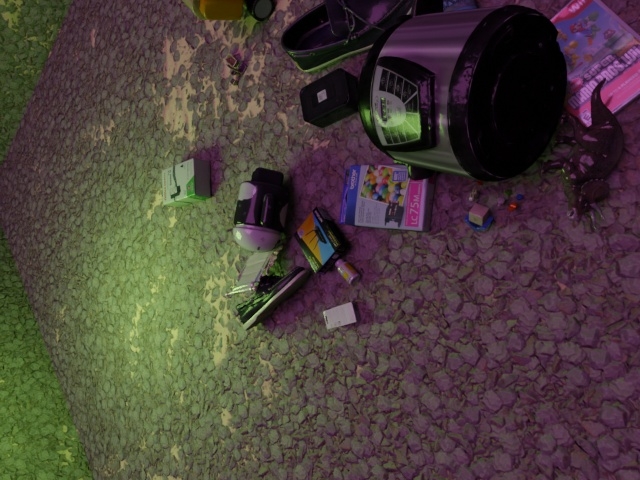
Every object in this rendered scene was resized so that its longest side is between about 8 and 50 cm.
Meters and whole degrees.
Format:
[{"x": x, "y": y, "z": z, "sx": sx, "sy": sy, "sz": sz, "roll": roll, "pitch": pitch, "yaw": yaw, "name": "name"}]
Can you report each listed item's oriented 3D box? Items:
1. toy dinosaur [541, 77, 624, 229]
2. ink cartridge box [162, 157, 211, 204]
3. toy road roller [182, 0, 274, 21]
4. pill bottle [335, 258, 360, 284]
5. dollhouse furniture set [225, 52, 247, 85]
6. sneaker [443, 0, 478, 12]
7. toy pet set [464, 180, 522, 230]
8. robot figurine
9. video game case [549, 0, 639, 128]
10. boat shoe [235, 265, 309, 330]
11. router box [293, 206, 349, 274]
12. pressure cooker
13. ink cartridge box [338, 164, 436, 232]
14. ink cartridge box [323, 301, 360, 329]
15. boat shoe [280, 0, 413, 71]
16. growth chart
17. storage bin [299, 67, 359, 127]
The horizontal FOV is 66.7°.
[{"x": 0.607, "y": -0.196, "z": 1.103, "sx": 0.160, "sy": 0.121, "sz": 0.314, "roll": 23, "pitch": 98, "yaw": 24, "name": "toy dinosaur"}, {"x": -0.541, "y": -0.229, "z": 1.956, "sx": 0.208, "sy": 0.086, "sz": 0.153, "roll": -11, "pitch": 80, "yaw": 36, "name": "ink cartridge box"}, {"x": -0.317, "y": -0.920, "z": 1.690, "sx": 0.202, "sy": 0.329, "sz": 0.241, "roll": 50, "pitch": 143, "yaw": 28, "name": "toy road roller"}, {"x": 0.082, "y": 0.094, "z": 1.499, "sx": 0.083, "sy": 0.043, "sz": 0.043, "roll": 47, "pitch": 114, "yaw": 29, "name": "pill bottle"}, {"x": -0.356, "y": -0.664, "z": 1.852, "sx": 0.114, "sy": 0.081, "sz": 0.091, "roll": 49, "pitch": 114, "yaw": 28, "name": "dollhouse furniture set"}, {"x": 0.314, "y": -0.606, "z": 1.360, "sx": 0.261, "sy": 0.104, "sz": 0.125, "roll": -5, "pitch": 66, "yaw": 32, "name": "sneaker"}, {"x": 0.435, "y": -0.080, "z": 1.254, "sx": 0.122, "sy": 0.065, "sz": 0.114, "roll": 29, "pitch": 69, "yaw": 31, "name": "toy pet set"}, {"x": -0.195, "y": -0.098, "z": 1.634, "sx": 0.173, "sy": 0.209, "sz": 0.278, "roll": 7, "pitch": 84, "yaw": 23, "name": "robot figurine"}, {"x": 0.628, "y": -0.422, "z": 1.142, "sx": 0.204, "sy": 0.025, "sz": 0.285, "roll": -42, "pitch": 64, "yaw": 27, "name": "video game case"}, {"x": -0.175, "y": 0.171, "z": 1.634, "sx": 0.113, "sy": 0.127, "sz": 0.340, "roll": 54, "pitch": 127, "yaw": 13, "name": "boat shoe"}, {"x": 0.000, "y": 0.000, "z": 1.547, "sx": 0.133, "sy": 0.046, "sz": 0.179, "roll": -51, "pitch": 49, "yaw": 23, "name": "router box"}, {"x": 0.298, "y": -0.341, "z": 1.155, "sx": 0.420, "sy": 0.375, "sz": 0.370, "roll": 28, "pitch": 84, "yaw": 51, "name": "pressure cooker"}, {"x": 0.179, "y": -0.128, "z": 1.434, "sx": 0.311, "sy": 0.065, "sz": 0.186, "roll": 6, "pitch": 90, "yaw": 38, "name": "ink cartridge box"}, {"x": 0.065, "y": 0.234, "z": 1.511, "sx": 0.115, "sy": 0.029, "sz": 0.063, "roll": -23, "pitch": 74, "yaw": 34, "name": "ink cartridge box"}, {"x": 0.087, "y": -0.676, "z": 1.481, "sx": 0.500, "sy": 0.156, "sz": 0.187, "roll": -16, "pitch": 76, "yaw": 33, "name": "boat shoe"}, {"x": -0.214, "y": 0.089, "z": 1.651, "sx": 0.172, "sy": 0.021, "sz": 0.237, "roll": -11, "pitch": 39, "yaw": 41, "name": "growth chart"}, {"x": 0.032, "y": -0.450, "z": 1.549, "sx": 0.180, "sy": 0.084, "sz": 0.122, "roll": -17, "pitch": 77, "yaw": 34, "name": "storage bin"}]
